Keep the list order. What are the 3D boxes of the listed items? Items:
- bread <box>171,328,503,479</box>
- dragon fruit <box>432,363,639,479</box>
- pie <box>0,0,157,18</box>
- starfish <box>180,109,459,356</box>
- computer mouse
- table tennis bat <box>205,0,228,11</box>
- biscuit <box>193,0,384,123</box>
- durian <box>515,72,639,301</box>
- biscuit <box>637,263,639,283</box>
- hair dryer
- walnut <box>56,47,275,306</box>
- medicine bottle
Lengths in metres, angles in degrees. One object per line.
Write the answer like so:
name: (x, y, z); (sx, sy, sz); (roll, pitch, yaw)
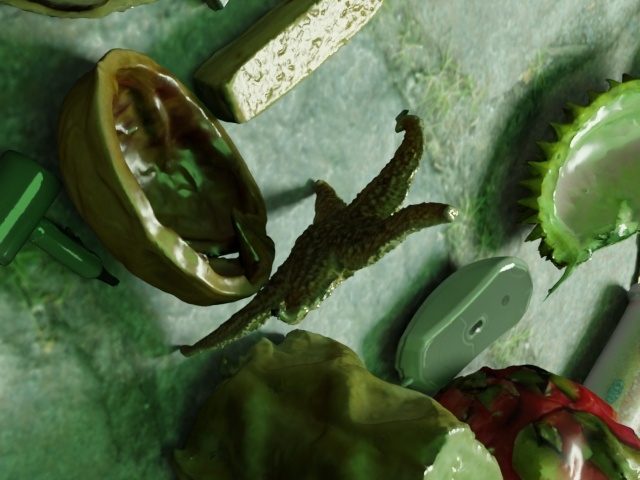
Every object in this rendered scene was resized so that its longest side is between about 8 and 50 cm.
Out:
bread: (0.020, 0.209, 0.932); (0.196, 0.252, 0.238); (28, 81, -45)
dragon fruit: (0.220, 0.257, 1.130); (0.303, 0.237, 0.231); (39, 85, -16)
pie: (-0.148, -0.307, 0.722); (0.339, 0.077, 0.339); (-8, 104, -34)
starfish: (0.004, 0.003, 0.892); (0.048, 0.295, 0.231); (43, 38, -15)
computer mouse: (0.131, 0.081, 1.129); (0.182, 0.056, 0.089); (-41, 128, -19)
table tennis bat: (-0.125, -0.255, 0.818); (0.130, 0.019, 0.220); (-52, 129, -18)
biscuit: (-0.022, -0.164, 0.915); (0.188, 0.056, 0.052); (-44, 130, -26)
durian: (0.359, -0.079, 1.185); (0.352, 0.169, 0.158); (-14, 140, -10)
biscuit: (0.476, -0.002, 1.449); (0.232, 0.013, 0.237); (44, 72, -42)
hair dryer: (-0.191, 0.001, 0.828); (0.071, 0.047, 0.150); (-58, 143, -10)
walnut: (-0.123, -0.038, 0.825); (0.211, 0.087, 0.167); (50, 30, -36)
medicine bottle: (0.300, 0.253, 1.303); (0.108, 0.108, 0.426); (44, 73, -41)
